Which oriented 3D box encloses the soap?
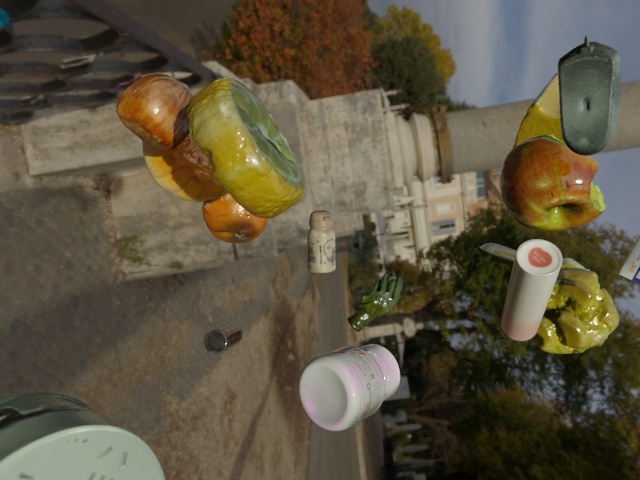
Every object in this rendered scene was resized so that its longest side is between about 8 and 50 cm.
[{"bbox_3d":[0.696,-0.325,1.533,0.335,0.156,0.293,-45,147,-36],"label":"soap"}]

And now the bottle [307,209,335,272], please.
[{"bbox_3d":[0.000,0.000,1.775,0.110,0.097,0.208,15,-72,57],"label":"bottle"}]

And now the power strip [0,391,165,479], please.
[{"bbox_3d":[-0.386,0.377,0.679,0.358,0.162,0.356,-14,107,-51],"label":"power strip"}]

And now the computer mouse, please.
[{"bbox_3d":[0.530,-0.285,1.024,0.068,0.113,0.228,-26,115,-50],"label":"computer mouse"}]

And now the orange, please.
[{"bbox_3d":[-0.271,-0.086,1.656,0.224,0.224,0.169,71,7,-58],"label":"orange"}]

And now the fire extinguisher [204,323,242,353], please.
[{"bbox_3d":[-0.302,0.311,1.634,0.089,0.072,0.268,-56,174,-1],"label":"fire extinguisher"}]

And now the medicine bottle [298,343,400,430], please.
[{"bbox_3d":[0.104,0.470,1.710,0.302,0.241,0.240,-5,85,-51],"label":"medicine bottle"}]

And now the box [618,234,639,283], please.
[{"bbox_3d":[0.995,0.067,1.372,0.107,0.300,0.199,-9,124,-53],"label":"box"}]

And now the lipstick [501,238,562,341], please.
[{"bbox_3d":[0.457,0.121,1.140,0.326,0.087,0.087,71,12,-54],"label":"lipstick"}]

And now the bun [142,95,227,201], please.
[{"bbox_3d":[-0.334,-0.239,1.416,0.164,0.299,0.298,-121,-162,-66],"label":"bun"}]

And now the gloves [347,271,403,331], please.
[{"bbox_3d":[0.216,0.235,1.964,0.135,0.268,0.107,42,-5,-29],"label":"gloves"}]

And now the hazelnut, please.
[{"bbox_3d":[-0.334,-0.269,1.070,0.150,0.151,0.150,-9,90,-84],"label":"hazelnut"}]

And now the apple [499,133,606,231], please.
[{"bbox_3d":[0.573,-0.150,1.279,0.246,0.247,0.226,71,18,-56],"label":"apple"}]

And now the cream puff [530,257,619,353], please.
[{"bbox_3d":[0.897,0.242,1.961,0.276,0.379,0.377,30,43,-41],"label":"cream puff"}]

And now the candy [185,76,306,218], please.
[{"bbox_3d":[-0.128,-0.159,0.914,0.259,0.118,0.259,53,18,-24],"label":"candy"}]

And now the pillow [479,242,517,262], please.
[{"bbox_3d":[0.584,0.052,1.529,0.130,0.218,0.033,-13,121,-56],"label":"pillow"}]
